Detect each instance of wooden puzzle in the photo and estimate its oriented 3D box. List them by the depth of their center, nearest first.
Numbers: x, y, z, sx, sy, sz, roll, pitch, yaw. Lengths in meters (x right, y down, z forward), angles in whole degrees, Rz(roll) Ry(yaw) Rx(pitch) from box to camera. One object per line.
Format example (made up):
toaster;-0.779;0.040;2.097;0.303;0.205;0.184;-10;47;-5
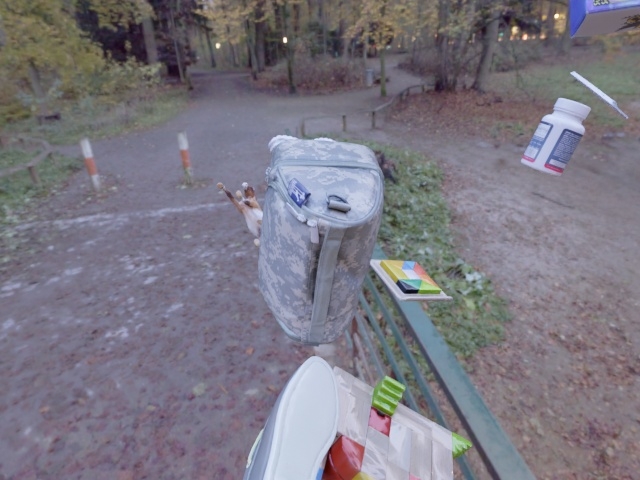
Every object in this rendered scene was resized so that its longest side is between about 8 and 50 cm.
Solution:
wooden puzzle;0.291;0.123;1.423;0.220;0.044;0.239;5;27;-32

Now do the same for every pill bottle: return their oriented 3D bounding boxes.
pill bottle;0.613;-0.267;1.116;0.107;0.180;0.108;18;22;-7

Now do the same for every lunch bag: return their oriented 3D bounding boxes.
lunch bag;0.000;0.000;0.754;0.212;0.305;0.256;4;37;-7

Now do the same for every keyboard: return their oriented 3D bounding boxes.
keyboard;0.780;-0.413;1.214;0.072;0.014;0.256;34;33;-22

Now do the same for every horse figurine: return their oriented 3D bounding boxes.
horse figurine;-0.148;-0.045;1.032;0.066;0.263;0.174;-39;-18;2

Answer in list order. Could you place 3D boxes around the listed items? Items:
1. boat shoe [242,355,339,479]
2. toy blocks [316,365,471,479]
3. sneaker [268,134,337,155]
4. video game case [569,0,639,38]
boat shoe;-0.049;0.307;0.618;0.091;0.109;0.305;-35;23;36
toy blocks;0.103;0.427;0.815;0.381;0.191;0.261;30;31;-2
sneaker;-0.037;-0.273;1.446;0.281;0.116;0.105;-3;-21;-27
video game case;0.386;-0.361;0.429;0.244;0.270;0.061;-1;-1;14
